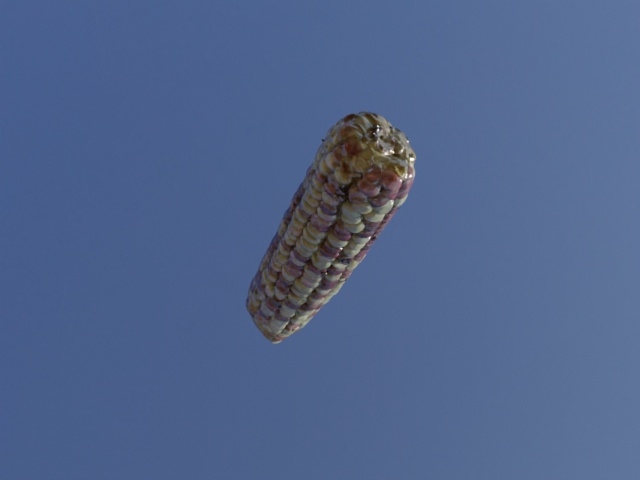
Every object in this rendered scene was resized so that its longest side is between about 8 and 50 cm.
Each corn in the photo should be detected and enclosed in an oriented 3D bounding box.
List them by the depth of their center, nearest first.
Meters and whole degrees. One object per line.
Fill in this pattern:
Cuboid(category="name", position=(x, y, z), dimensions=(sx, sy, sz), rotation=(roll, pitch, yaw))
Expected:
Cuboid(category="corn", position=(0.000, 0.000, 0.826), dimensions=(0.079, 0.237, 0.079), rotation=(16, -136, -17))
